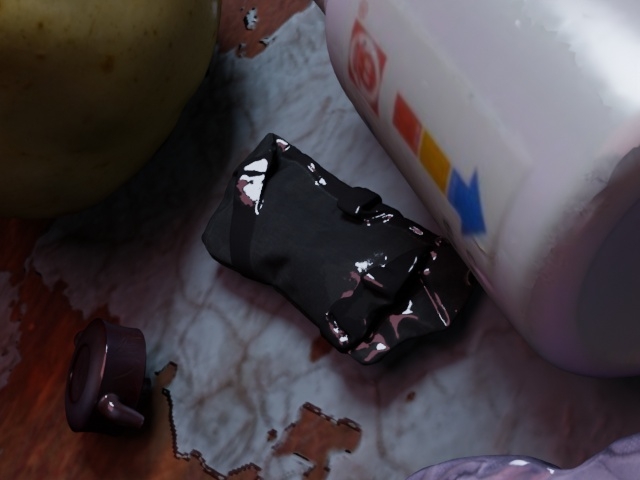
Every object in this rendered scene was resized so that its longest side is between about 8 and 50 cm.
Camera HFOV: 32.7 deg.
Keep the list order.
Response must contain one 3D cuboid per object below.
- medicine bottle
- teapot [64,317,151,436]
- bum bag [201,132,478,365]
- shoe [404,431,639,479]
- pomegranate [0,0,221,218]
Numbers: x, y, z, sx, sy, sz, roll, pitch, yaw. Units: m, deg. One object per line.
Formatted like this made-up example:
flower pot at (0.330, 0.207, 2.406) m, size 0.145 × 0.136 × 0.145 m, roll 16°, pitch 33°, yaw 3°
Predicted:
medicine bottle at (0.096, -0.091, 0.505) m, size 0.170 × 0.170 × 0.293 m, roll -40°, pitch 49°, yaw 10°
teapot at (-0.124, 0.081, 0.648) m, size 0.068 × 0.045 × 0.100 m, roll -65°, pitch 27°, yaw 16°
bum bag at (0.000, 0.000, 0.603) m, size 0.087 × 0.049 × 0.198 m, roll -51°, pitch 47°, yaw -6°
shoe at (0.129, 0.147, 0.403) m, size 0.245 × 0.095 × 0.137 m, roll -14°, pitch 61°, yaw 33°
pomegranate at (-0.224, -0.160, 0.676) m, size 0.319 × 0.319 × 0.319 m, roll -17°, pitch 56°, yaw 27°
